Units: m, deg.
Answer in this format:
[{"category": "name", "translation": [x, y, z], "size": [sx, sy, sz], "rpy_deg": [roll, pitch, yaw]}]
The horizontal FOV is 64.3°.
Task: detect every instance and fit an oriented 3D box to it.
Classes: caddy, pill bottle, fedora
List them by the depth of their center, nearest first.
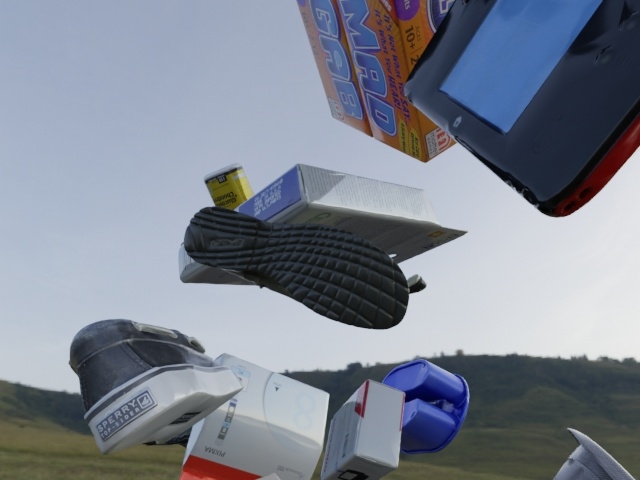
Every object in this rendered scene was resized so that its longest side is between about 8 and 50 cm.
[{"category": "fedora", "translation": [0.414, 0.416, 0.751], "size": [0.124, 0.243, 0.275], "rpy_deg": [-34, -6, 2]}, {"category": "pill bottle", "translation": [-0.212, -0.094, 1.276], "size": [0.103, 0.184, 0.103], "rpy_deg": [-22, 10, 4]}, {"category": "caddy", "translation": [0.303, 0.504, 1.524], "size": [0.179, 0.241, 0.341], "rpy_deg": [32, -32, -9]}]

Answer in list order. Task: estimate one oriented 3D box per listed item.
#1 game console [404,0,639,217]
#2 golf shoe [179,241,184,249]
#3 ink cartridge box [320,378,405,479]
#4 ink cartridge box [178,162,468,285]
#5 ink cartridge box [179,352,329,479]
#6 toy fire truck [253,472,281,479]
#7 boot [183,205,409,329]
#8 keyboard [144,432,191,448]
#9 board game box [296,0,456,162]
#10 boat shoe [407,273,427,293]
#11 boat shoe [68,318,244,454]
[{"category": "game console", "translation": [0.228, -0.236, 0.469], "size": [0.060, 0.386, 0.342], "rpy_deg": [28, -69, -22]}, {"category": "golf shoe", "translation": [-0.341, 0.062, 1.571], "size": [0.198, 0.094, 0.077], "rpy_deg": [20, -45, -8]}, {"category": "ink cartridge box", "translation": [0.070, 0.334, 0.861], "size": [0.072, 0.127, 0.175], "rpy_deg": [20, -41, -6]}, {"category": "ink cartridge box", "translation": [0.000, 0.000, 0.796], "size": [0.330, 0.071, 0.324], "rpy_deg": [5, -23, -41]}, {"category": "ink cartridge box", "translation": [-0.146, 0.489, 1.162], "size": [0.308, 0.385, 0.091], "rpy_deg": [28, -44, -22]}, {"category": "toy fire truck", "translation": [-0.107, 0.478, 0.787], "size": [0.246, 0.217, 0.158], "rpy_deg": [-31, -14, -37]}, {"category": "boot", "translation": [-0.014, 0.029, 0.564], "size": [0.247, 0.083, 0.161], "rpy_deg": [19, -6, 17]}, {"category": "keyboard", "translation": [-0.420, 0.470, 1.395], "size": [0.317, 0.201, 0.033], "rpy_deg": [-7, -15, 15]}, {"category": "board game box", "translation": [0.208, -0.444, 1.050], "size": [0.357, 0.356, 0.356], "rpy_deg": [-33, -51, -13]}, {"category": "boat shoe", "translation": [0.229, 0.129, 1.372], "size": [0.042, 0.049, 0.133], "rpy_deg": [42, -37, -15]}, {"category": "boat shoe", "translation": [-0.155, 0.134, 0.500], "size": [0.108, 0.102, 0.301], "rpy_deg": [-33, -14, -7]}]
